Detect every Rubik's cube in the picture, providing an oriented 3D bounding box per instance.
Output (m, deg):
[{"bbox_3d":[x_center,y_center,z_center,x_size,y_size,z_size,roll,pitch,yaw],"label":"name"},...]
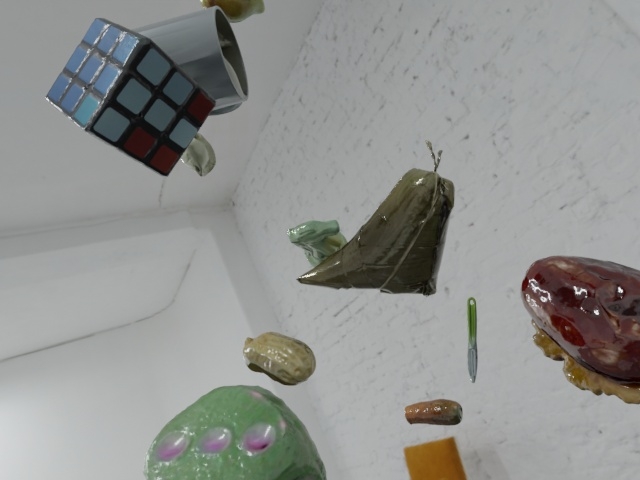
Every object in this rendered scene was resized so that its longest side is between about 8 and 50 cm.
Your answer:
[{"bbox_3d":[-0.301,-0.228,0.679,0.162,0.160,0.163,-55,-32,-1],"label":"Rubik's cube"}]

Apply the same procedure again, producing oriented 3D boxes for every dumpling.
[{"bbox_3d":[-0.446,-0.330,1.518,0.100,0.169,0.134,-38,13,52],"label":"dumpling"}]

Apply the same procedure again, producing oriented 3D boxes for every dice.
[{"bbox_3d":[-0.192,0.561,0.987,0.330,0.322,0.318,-28,-56,-31],"label":"dice"}]

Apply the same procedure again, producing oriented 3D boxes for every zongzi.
[{"bbox_3d":[0.172,-0.055,1.311,0.467,0.218,0.500,0,-65,-10],"label":"zongzi"}]

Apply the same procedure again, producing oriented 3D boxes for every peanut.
[{"bbox_3d":[-0.080,0.222,0.798,0.194,0.083,0.093,-3,-38,50],"label":"peanut"}]

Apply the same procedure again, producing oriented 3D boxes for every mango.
[{"bbox_3d":[-0.270,-0.759,1.341,0.233,0.125,0.111,-16,9,-41],"label":"mango"}]

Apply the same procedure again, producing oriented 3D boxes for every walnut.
[{"bbox_3d":[0.520,0.158,0.793,0.222,0.269,0.244,-6,-65,-27],"label":"walnut"}]

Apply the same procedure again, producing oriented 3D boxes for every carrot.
[{"bbox_3d":[0.371,0.570,1.395,0.193,0.087,0.087,-17,-12,35],"label":"carrot"}]

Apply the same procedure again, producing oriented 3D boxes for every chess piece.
[{"bbox_3d":[0.000,0.000,1.523,0.176,0.175,0.298,-28,-23,4],"label":"chess piece"}]

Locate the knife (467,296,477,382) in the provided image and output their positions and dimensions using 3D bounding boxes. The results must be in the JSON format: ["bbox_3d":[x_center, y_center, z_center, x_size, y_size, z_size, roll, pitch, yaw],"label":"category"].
[{"bbox_3d":[0.329,0.213,0.911,0.022,0.184,0.026,3,-20,9],"label":"knife"}]

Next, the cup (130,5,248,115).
[{"bbox_3d":[-0.372,-0.431,1.135,0.327,0.236,0.323,-13,-16,7],"label":"cup"}]
